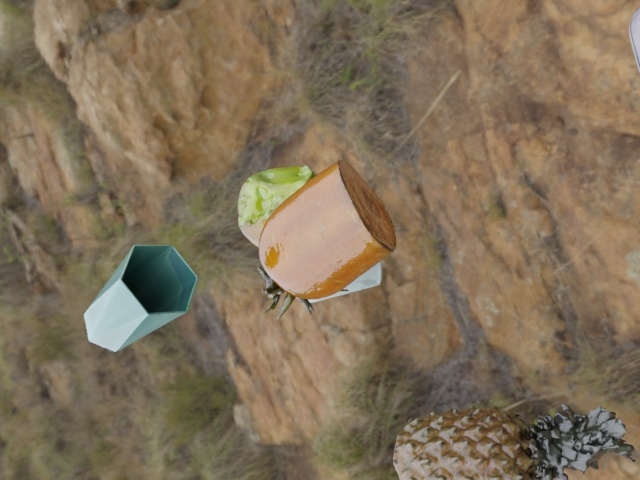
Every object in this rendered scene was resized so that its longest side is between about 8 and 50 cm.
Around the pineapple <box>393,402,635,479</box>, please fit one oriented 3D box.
[{"bbox_3d":[0.293,0.343,1.164,0.202,0.361,0.202,-14,-90,-78],"label":"pineapple"}]

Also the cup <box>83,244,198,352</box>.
[{"bbox_3d":[-0.338,0.118,1.390,0.148,0.134,0.235,52,135,2],"label":"cup"}]

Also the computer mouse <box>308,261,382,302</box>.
[{"bbox_3d":[0.027,0.065,1.669,0.230,0.079,0.128,-21,82,24],"label":"computer mouse"}]

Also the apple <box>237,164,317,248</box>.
[{"bbox_3d":[-0.077,-0.081,1.881,0.246,0.226,0.246,46,-161,-20],"label":"apple"}]

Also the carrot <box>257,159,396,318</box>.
[{"bbox_3d":[0.000,0.000,1.367,0.331,0.214,0.193,-38,76,34],"label":"carrot"}]

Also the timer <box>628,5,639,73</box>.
[{"bbox_3d":[0.700,-0.372,1.475,0.069,0.190,0.209,138,123,-67],"label":"timer"}]
